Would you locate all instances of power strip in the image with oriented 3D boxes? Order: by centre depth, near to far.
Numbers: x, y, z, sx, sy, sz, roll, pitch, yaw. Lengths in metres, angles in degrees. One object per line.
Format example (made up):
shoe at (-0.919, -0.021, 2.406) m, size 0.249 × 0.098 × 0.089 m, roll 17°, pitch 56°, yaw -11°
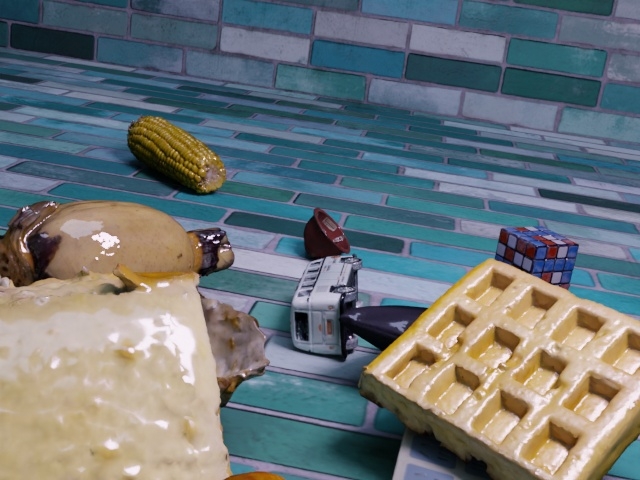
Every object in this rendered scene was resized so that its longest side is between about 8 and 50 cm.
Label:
power strip at (0.136, 0.215, 0.834) m, size 0.117 × 0.046 × 0.270 m, roll 11°, pitch 18°, yaw 10°

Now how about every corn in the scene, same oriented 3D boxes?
corn at (-0.302, -0.181, 1.744) m, size 0.115 × 0.115 × 0.317 m, roll -7°, pitch 24°, yaw -38°

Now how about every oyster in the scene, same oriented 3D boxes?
oyster at (-0.205, 0.135, 0.789) m, size 0.337 × 0.133 × 0.197 m, roll -18°, pitch 20°, yaw -40°

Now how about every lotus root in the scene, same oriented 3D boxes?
lotus root at (-0.243, 0.028, 1.047) m, size 0.182 × 0.183 × 0.310 m, roll 24°, pitch 21°, yaw 40°

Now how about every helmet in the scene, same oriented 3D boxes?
helmet at (0.000, 0.000, 1.397) m, size 0.089 × 0.057 × 0.111 m, roll 47°, pitch 14°, yaw -18°

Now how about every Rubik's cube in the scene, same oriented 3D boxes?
Rubik's cube at (0.347, 0.035, 1.382) m, size 0.092 × 0.092 × 0.092 m, roll -3°, pitch 21°, yaw -27°

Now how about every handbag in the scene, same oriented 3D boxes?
handbag at (0.175, 0.127, 1.007) m, size 0.254 × 0.089 × 0.211 m, roll 14°, pitch 1°, yaw 27°

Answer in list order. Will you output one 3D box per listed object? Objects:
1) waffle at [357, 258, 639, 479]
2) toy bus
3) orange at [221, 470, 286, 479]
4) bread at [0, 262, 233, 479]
waffle at (0.195, 0.126, 0.831) m, size 0.247 × 0.055 × 0.221 m, roll 26°, pitch 51°, yaw 37°
toy bus at (0.010, 0.079, 1.129) m, size 0.089 × 0.087 × 0.194 m, roll 0°, pitch 19°, yaw 8°
orange at (-0.016, 0.255, 0.439) m, size 0.249 × 0.183 × 0.249 m, roll 44°, pitch -9°, yaw 8°
bread at (-0.253, 0.135, 0.581) m, size 0.375 × 0.165 × 0.237 m, roll -2°, pitch 63°, yaw -19°
